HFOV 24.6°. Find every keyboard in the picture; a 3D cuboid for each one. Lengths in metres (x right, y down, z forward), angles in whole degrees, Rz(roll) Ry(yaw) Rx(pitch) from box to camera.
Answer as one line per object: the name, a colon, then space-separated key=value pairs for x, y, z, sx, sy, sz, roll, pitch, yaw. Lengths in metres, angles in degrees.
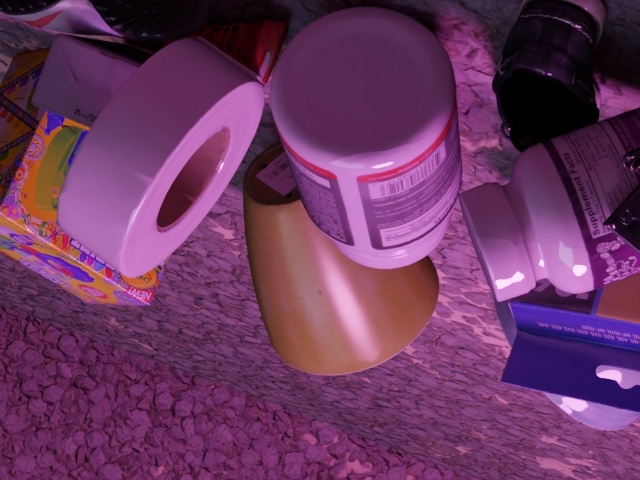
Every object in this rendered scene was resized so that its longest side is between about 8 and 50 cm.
keyboard: x=0.354 y=-0.070 z=1.443 sx=0.108 sy=0.180 sz=0.023 roll=37 pitch=-166 yaw=-16

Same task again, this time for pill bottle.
pill bottle: x=0.065 y=-0.108 z=1.779 sx=0.210 sy=0.210 sz=0.363 roll=17 pitch=161 yaw=13
pill bottle: x=0.307 y=-0.042 z=1.553 sx=0.302 sy=0.169 sz=0.169 roll=-20 pitch=153 yaw=3

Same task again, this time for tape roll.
tape roll: x=-0.186 y=-0.098 z=1.744 sx=0.100 sy=0.286 sz=0.286 roll=34 pitch=163 yaw=11

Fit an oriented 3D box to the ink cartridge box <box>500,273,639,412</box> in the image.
ink cartridge box: x=0.382 y=0.044 z=1.705 sx=0.304 sy=0.307 sz=0.072 roll=9 pitch=156 yaw=30

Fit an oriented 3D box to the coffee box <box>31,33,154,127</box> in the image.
coffee box: x=-0.251 y=-0.194 z=1.893 sx=0.141 sy=0.098 sz=0.246 roll=23 pitch=-172 yaw=8

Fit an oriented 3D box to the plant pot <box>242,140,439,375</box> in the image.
plant pot: x=0.000 y=0.000 z=2.125 sx=0.275 sy=0.274 sz=0.293 roll=9 pitch=143 yaw=32

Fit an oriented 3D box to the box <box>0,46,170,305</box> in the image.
box: x=-0.353 y=-0.091 z=2.167 sx=0.177 sy=0.279 sz=0.290 roll=0 pitch=152 yaw=48

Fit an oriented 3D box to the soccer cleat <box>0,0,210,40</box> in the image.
soccer cleat: x=-0.253 y=-0.296 z=1.800 sx=0.318 sy=0.108 sz=0.116 roll=9 pitch=177 yaw=29

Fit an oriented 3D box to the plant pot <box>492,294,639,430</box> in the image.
plant pot: x=0.391 y=0.069 z=1.876 sx=0.293 sy=0.293 sz=0.196 roll=31 pitch=132 yaw=-26

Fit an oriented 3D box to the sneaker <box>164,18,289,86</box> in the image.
sneaker: x=-0.128 y=-0.238 z=1.822 sx=0.128 sy=0.087 sz=0.221 roll=25 pitch=160 yaw=-14

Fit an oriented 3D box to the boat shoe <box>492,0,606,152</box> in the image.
boat shoe: x=0.246 y=-0.151 z=1.615 sx=0.127 sy=0.113 sz=0.340 roll=19 pitch=161 yaw=6
